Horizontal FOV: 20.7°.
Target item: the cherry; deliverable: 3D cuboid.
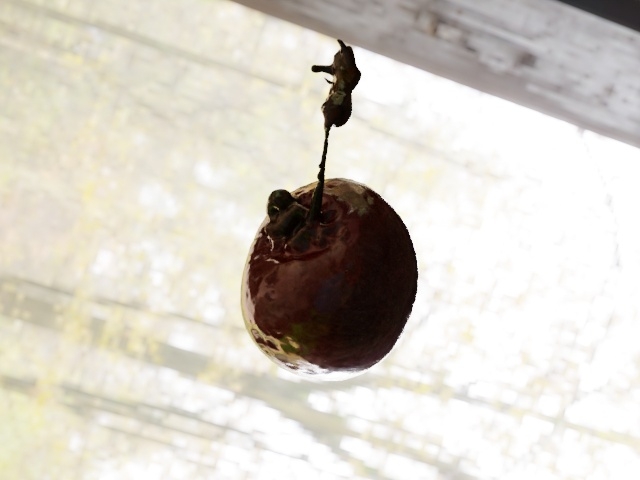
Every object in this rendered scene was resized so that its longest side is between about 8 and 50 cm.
[{"bbox_3d":[0.000,0.000,0.896,0.107,0.090,0.225,-53,156,-22],"label":"cherry"}]
